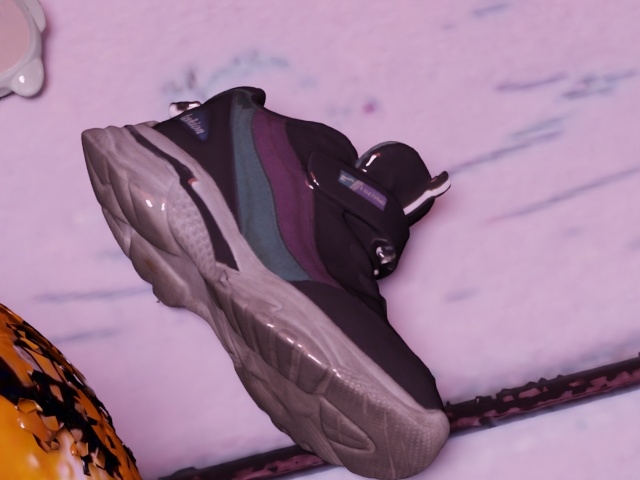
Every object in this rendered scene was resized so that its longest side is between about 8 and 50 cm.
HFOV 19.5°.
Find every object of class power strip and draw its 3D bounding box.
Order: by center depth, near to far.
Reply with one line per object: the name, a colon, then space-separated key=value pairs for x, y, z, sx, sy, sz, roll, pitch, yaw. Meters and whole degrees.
power strip: x=-0.134 y=-0.083 z=0.708 sx=0.055 sy=0.035 sz=0.083 roll=-23 pitch=73 yaw=-11

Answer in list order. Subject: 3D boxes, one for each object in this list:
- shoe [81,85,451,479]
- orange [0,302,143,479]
shoe: x=0.000 y=0.000 z=0.625 sx=0.099 sy=0.071 sz=0.169 roll=-35 pitch=60 yaw=-21
orange: x=-0.149 y=0.113 z=0.470 sx=0.182 sy=0.234 sz=0.234 roll=5 pitch=51 yaw=46
